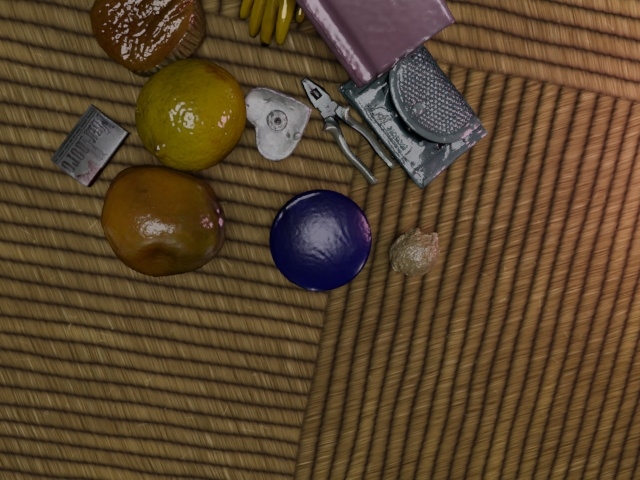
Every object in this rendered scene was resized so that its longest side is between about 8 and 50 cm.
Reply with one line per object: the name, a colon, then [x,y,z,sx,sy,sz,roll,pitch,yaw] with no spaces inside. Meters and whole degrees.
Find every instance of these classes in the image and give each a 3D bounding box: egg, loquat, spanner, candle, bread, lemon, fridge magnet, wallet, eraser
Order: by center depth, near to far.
eraser: [0.092,-0.565,1.275,0.272,0.122,0.359,-34,110,21]
lemon: [-0.298,-0.292,1.338,0.267,0.267,0.268,-1,100,-3]
bread: [-0.400,-0.515,1.354,0.253,0.142,0.227,-41,92,6]
loquat: [-0.372,-0.054,1.373,0.283,0.276,0.276,-4,100,-2]
candle: [-0.101,-0.301,1.444,0.168,0.068,0.192,-21,104,2]
wallet: [0.241,-0.331,1.458,0.237,0.075,0.342,-40,100,1]
spanner: [0.061,-0.285,1.470,0.095,0.040,0.325,-41,101,4]
fridge magnet: [0.000,0.000,1.481,0.265,0.113,0.266,-1,100,-4]
egg: [0.246,0.032,1.500,0.140,0.116,0.118,-21,129,1]

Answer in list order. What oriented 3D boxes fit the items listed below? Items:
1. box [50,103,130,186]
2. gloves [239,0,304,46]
box: [-0.577,-0.237,1.445,0.115,0.036,0.177,38,96,-9]
gloves: [-0.097,-0.616,1.385,0.133,0.116,0.295,30,108,20]
